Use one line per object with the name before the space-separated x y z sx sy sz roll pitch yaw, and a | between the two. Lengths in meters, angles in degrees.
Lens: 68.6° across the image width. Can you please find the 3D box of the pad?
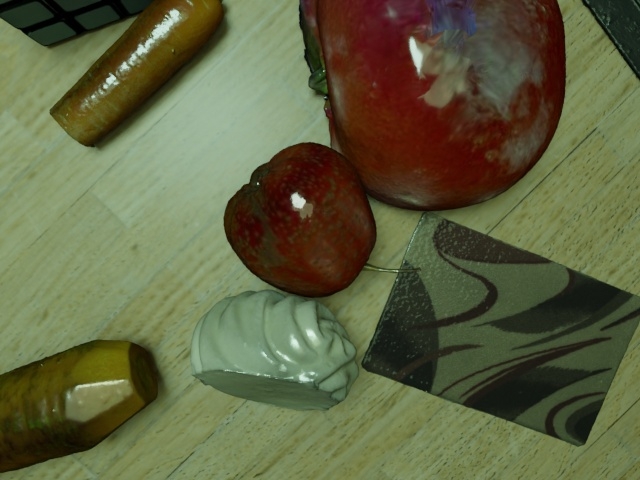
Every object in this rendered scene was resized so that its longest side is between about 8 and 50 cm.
pad | 0.241 0.121 0.603 0.330 0.004 0.219 21 93 -6

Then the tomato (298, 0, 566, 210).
tomato | 0.136 -0.199 0.483 0.290 0.176 0.334 -12 95 -6

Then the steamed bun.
steamed bun | -0.043 0.115 0.507 0.183 0.183 0.106 11 60 -6

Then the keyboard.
keyboard | 0.390 -0.256 0.577 0.060 0.018 0.195 -40 97 7

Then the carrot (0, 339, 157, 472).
carrot | -0.333 0.194 0.509 0.302 0.114 0.114 -19 96 -1

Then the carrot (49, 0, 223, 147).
carrot | -0.191 -0.196 0.509 0.225 0.067 0.067 -44 97 2

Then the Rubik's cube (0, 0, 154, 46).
Rubik's cube | -0.260 -0.309 0.444 0.163 0.160 0.162 -21 96 -3

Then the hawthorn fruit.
hawthorn fruit | 0.000 0.000 0.511 0.162 0.162 0.203 -45 111 0
